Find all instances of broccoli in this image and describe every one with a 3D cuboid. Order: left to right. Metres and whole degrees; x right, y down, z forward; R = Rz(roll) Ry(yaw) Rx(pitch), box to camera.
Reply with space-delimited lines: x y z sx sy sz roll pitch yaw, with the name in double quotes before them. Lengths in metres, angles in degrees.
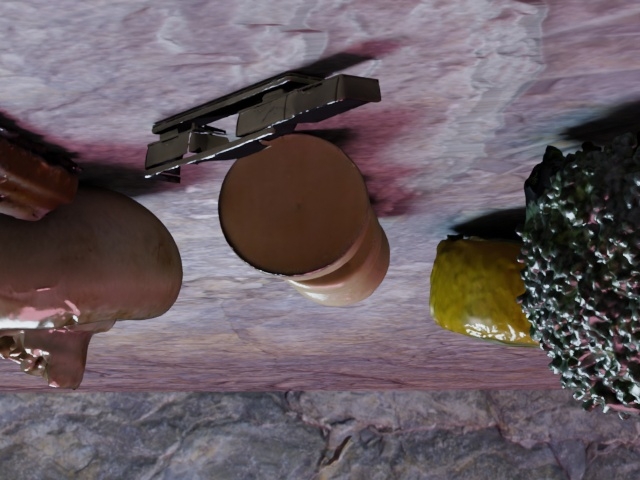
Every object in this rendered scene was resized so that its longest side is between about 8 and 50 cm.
"broccoli" 0.278 -0.003 1.444 0.243 0.263 0.247 -10 -154 -20

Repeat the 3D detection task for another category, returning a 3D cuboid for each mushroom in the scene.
"mushroom" -0.231 0.039 1.579 0.226 0.178 0.226 -2 169 0

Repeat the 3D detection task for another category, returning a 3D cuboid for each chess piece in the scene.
"chess piece" 0.000 0.000 1.601 0.117 0.117 0.397 -2 172 6

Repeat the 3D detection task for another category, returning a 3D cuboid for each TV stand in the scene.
"TV stand" -0.047 -0.083 1.303 0.036 0.042 0.249 9 166 -35

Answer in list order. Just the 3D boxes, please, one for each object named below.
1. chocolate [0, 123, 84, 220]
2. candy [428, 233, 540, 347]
"chocolate" -0.278 -0.059 1.349 0.102 0.065 0.329 -5 171 16
"candy" 0.235 0.053 1.837 0.260 0.118 0.260 5 180 0
